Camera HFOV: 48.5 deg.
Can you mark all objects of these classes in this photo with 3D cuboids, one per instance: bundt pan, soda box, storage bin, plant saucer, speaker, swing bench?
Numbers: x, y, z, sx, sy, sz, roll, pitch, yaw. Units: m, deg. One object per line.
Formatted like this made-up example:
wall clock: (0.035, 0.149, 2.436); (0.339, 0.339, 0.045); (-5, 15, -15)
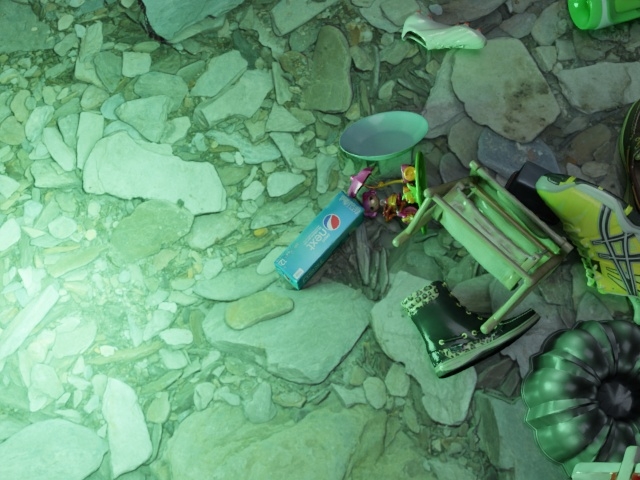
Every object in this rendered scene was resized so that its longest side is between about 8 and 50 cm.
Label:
bundt pan: (0.551, 0.293, 1.316); (0.331, 0.124, 0.330); (-1, 71, 2)
soda box: (0.000, 0.000, 1.474); (0.067, 0.071, 0.210); (41, 78, 14)
storage bin: (0.452, -0.100, 1.473); (0.135, 0.091, 0.098); (29, 75, 13)
plant saucer: (0.138, -0.216, 1.527); (0.195, 0.037, 0.195); (-10, 35, 7)
speaker: (0.722, -0.571, 1.603); (0.297, 0.131, 0.131); (-17, 71, -3)
swing bench: (0.325, -0.007, 1.360); (0.253, 0.165, 0.255); (44, 46, 16)

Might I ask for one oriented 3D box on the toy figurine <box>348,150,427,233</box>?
toy figurine: (0.140, -0.095, 1.497); (0.159, 0.130, 0.173); (-3, 95, 16)

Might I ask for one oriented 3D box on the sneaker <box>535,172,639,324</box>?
sneaker: (0.556, 0.019, 1.360); (0.385, 0.145, 0.147); (40, 94, -2)

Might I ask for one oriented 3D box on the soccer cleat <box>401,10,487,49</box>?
soccer cleat: (0.282, -0.463, 1.625); (0.196, 0.068, 0.076); (22, 78, 18)

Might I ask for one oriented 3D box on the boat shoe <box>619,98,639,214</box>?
boat shoe: (0.689, -0.162, 1.463); (0.123, 0.123, 0.342); (13, 72, 8)

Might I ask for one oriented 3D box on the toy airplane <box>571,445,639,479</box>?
toy airplane: (0.549, 0.502, 1.105); (0.384, 0.386, 0.272); (14, 60, 9)

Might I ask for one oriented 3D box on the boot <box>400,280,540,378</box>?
boot: (0.293, 0.145, 1.402); (0.236, 0.085, 0.178); (-27, 69, -8)
